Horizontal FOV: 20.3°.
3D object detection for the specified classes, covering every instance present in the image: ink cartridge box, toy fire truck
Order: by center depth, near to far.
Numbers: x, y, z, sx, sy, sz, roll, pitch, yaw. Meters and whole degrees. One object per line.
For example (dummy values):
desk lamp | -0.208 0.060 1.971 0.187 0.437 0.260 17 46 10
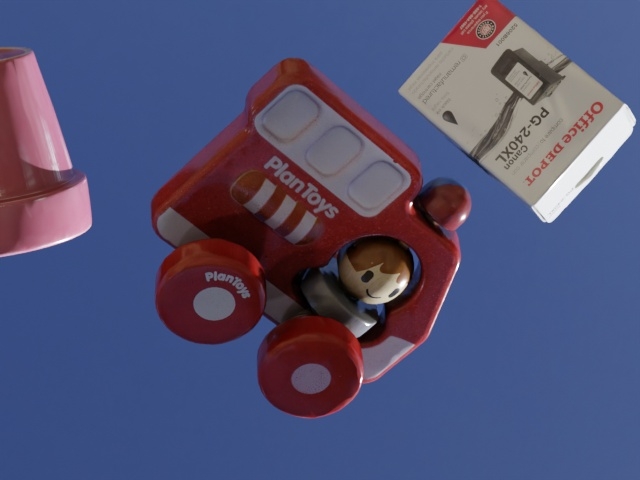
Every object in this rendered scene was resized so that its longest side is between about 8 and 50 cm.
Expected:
ink cartridge box | 0.155 -0.104 1.407 0.150 0.063 0.109 42 -88 21
toy fire truck | 0.000 0.000 1.649 0.302 0.254 0.169 38 -154 -25

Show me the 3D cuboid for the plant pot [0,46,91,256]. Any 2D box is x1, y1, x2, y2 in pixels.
plant pot | -0.331 -0.089 1.737 0.201 0.180 0.201 -5 -166 1
